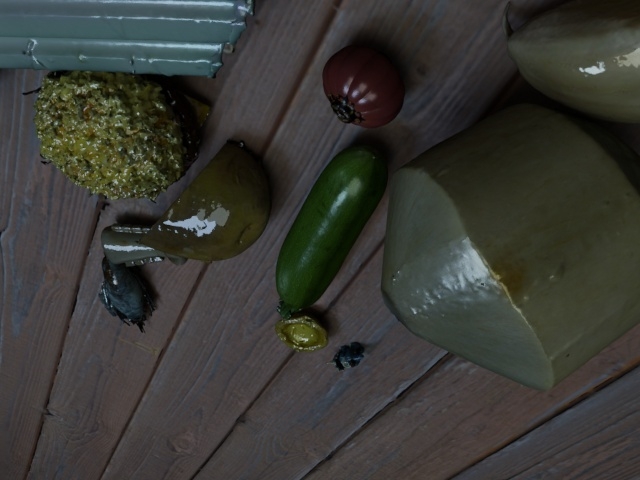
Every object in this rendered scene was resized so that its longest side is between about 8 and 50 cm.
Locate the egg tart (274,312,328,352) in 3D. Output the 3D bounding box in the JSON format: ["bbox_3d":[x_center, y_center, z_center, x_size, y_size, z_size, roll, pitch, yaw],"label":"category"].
[{"bbox_3d":[-0.031,0.163,1.143,0.105,0.039,0.105,10,133,11],"label":"egg tart"}]

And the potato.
[{"bbox_3d":[-0.168,-0.022,0.949,0.138,0.098,0.243,42,121,-10],"label":"potato"}]

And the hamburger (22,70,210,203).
[{"bbox_3d":[-0.298,-0.152,0.887,0.243,0.138,0.261,31,133,-10],"label":"hamburger"}]

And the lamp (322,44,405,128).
[{"bbox_3d":[0.052,-0.185,0.761,0.107,0.092,0.107,35,167,10],"label":"lamp"}]

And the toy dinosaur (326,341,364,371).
[{"bbox_3d":[0.051,0.218,1.157,0.083,0.047,0.030,-27,116,38],"label":"toy dinosaur"}]

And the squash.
[{"bbox_3d":[0.000,0.000,0.946,0.101,0.101,0.378,24,136,-2],"label":"squash"}]

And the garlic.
[{"bbox_3d":[0.309,-0.199,0.625,0.245,0.164,0.145,-8,163,25],"label":"garlic"}]

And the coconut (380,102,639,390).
[{"bbox_3d":[0.212,0.010,0.712,0.323,0.323,0.323,10,133,11],"label":"coconut"}]

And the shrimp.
[{"bbox_3d":[-0.370,0.114,1.203,0.090,0.079,0.232,-19,138,-14],"label":"shrimp"}]

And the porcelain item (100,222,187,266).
[{"bbox_3d":[-0.266,0.004,1.073,0.213,0.054,0.084,-2,129,16],"label":"porcelain item"}]

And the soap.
[{"bbox_3d":[-0.268,-0.307,0.670,0.446,0.156,0.261,6,160,15],"label":"soap"}]
